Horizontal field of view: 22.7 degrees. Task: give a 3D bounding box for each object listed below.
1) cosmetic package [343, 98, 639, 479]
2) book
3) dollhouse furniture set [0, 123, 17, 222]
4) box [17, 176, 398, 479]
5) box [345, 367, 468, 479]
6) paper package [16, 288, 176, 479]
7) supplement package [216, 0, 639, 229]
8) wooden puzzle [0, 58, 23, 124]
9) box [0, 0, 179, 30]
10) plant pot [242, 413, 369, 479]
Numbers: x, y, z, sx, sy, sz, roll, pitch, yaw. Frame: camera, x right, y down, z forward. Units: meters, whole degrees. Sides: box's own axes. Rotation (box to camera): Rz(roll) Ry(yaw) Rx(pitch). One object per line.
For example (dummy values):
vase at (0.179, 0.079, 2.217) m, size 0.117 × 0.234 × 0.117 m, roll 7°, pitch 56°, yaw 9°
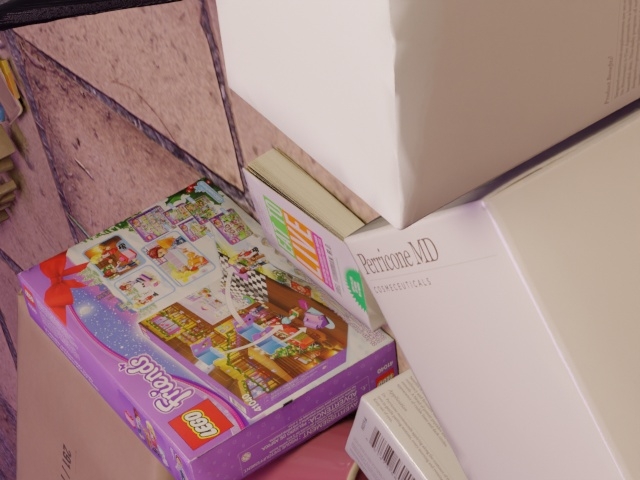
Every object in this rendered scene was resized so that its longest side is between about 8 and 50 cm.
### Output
cosmetic package at (0.185, 0.115, 0.863) m, size 0.365 × 0.155 × 0.197 m, roll 61°, pitch 160°, yaw -3°
book at (0.000, 0.000, 1.284) m, size 0.144 × 0.035 × 0.096 m, roll 39°, pitch 153°, yaw 40°
dollhouse furniture set at (-0.504, -0.132, 2.032) m, size 0.259 × 0.135 × 0.262 m, roll 60°, pitch 160°, yaw 9°
box at (-0.101, 0.074, 1.357) m, size 0.293 × 0.201 × 0.057 m, roll 40°, pitch 150°, yaw 41°
box at (0.086, 0.156, 1.206) m, size 0.101 × 0.087 × 0.102 m, roll 52°, pitch 157°, yaw 21°
paper package at (-0.185, 0.234, 1.671) m, size 0.309 × 0.168 × 0.324 m, roll 39°, pitch 133°, yaw 42°
supplement package at (0.067, -0.153, 0.733) m, size 0.149 × 0.203 × 0.194 m, roll 41°, pitch 150°, yaw 39°
wooden puzzle at (-0.371, -0.177, 1.878) m, size 0.116 × 0.014 × 0.078 m, roll -4°, pitch 109°, yaw 66°
box at (-0.134, -0.310, 0.905) m, size 0.312 × 0.179 × 0.343 m, roll 0°, pitch 101°, yaw 66°
plant pot at (0.008, 0.225, 1.341) m, size 0.180 × 0.201 × 0.201 m, roll -8°, pitch 110°, yaw 49°
